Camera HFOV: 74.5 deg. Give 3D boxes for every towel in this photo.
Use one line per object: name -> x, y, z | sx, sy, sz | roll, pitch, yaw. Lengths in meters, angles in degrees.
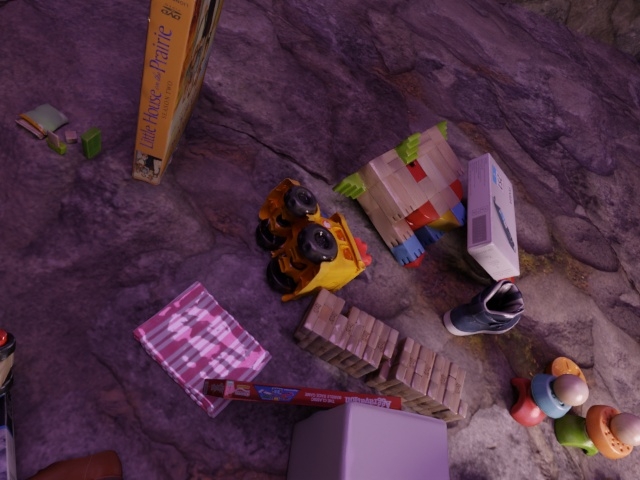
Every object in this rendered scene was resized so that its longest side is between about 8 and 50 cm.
towel -> -0.196, 0.179, 0.716 | 0.197, 0.029, 0.144 | 44, 54, 5

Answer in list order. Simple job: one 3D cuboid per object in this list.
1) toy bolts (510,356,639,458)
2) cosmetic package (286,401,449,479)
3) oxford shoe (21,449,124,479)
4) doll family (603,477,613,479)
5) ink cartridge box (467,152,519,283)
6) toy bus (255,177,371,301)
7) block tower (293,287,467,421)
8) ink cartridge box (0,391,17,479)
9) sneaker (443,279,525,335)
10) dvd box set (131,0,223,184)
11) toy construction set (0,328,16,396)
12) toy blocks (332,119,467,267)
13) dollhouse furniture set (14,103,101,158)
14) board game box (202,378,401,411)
toy bolts -> 0.539, 0.323, 0.885 | 0.228, 0.158, 0.218 | 22, 54, -11
cosmetic package -> 0.040, 0.465, 0.527 | 0.161, 0.230, 0.453 | 17, 56, -15
oxford shoe -> -0.365, 0.331, 0.535 | 0.212, 0.076, 0.076 | -8, 35, -25
doll family -> 0.631, 0.579, 0.830 | 0.111, 0.076, 0.193 | 32, 58, -9
ink cartridge box -> 0.456, -0.030, 1.055 | 0.261, 0.066, 0.296 | 40, 48, -31
toy bus -> 0.000, 0.000, 0.856 | 0.211, 0.149, 0.220 | 2, 57, -39
block tower -> 0.115, 0.221, 0.796 | 0.335, 0.091, 0.097 | 32, 53, -5
ink cartridge box -> -0.467, 0.283, 0.468 | 0.208, 0.045, 0.206 | -15, 42, -30
sneaker -> 0.409, 0.147, 0.932 | 0.226, 0.163, 0.086 | -5, 62, -29
dvd box set -> -0.247, -0.338, 0.763 | 0.062, 0.420, 0.307 | 20, 54, -16
toy construction set -> -0.473, 0.169, 0.455 | 0.215, 0.151, 0.327 | 8, 33, -23
toy blocks -> 0.246, -0.108, 1.025 | 0.381, 0.191, 0.261 | -34, 90, -37
dollhouse furniture set -> -0.498, -0.221, 0.802 | 0.152, 0.058, 0.076 | 34, 52, -3
board game box -> -0.030, 0.245, 0.664 | 0.281, 0.145, 0.027 | 14, 69, -22
